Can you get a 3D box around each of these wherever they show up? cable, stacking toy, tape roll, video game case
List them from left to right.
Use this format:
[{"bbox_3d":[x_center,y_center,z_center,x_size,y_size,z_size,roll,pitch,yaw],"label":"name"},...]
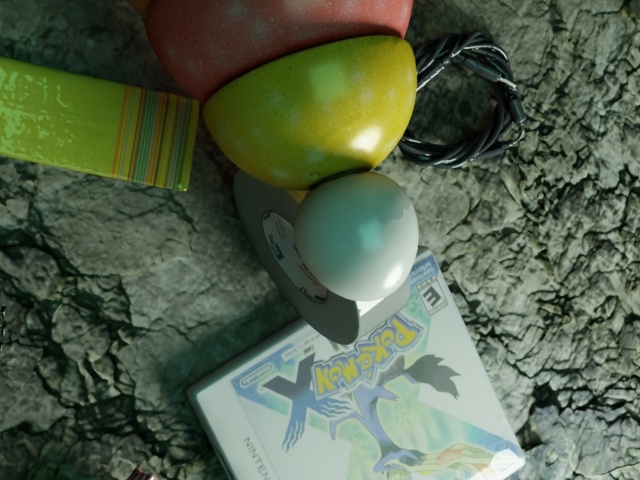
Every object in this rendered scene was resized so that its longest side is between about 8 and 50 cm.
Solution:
[{"bbox_3d":[-0.024,-0.170,1.612,0.351,0.350,0.480,-12,77,-24],"label":"stacking toy"},{"bbox_3d":[0.000,0.000,1.779,0.072,0.219,0.219,-34,107,-19],"label":"tape roll"},{"bbox_3d":[0.048,0.213,1.922,0.329,0.036,0.300,-31,107,-20],"label":"video game case"},{"bbox_3d":[0.150,-0.160,1.933,0.184,0.047,0.150,-13,100,-23],"label":"cable"}]

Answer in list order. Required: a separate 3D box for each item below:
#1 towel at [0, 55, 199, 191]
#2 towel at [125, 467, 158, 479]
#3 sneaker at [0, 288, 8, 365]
[{"bbox_3d":[-0.242,-0.121,1.766,0.237,0.021,0.102,11,84,-25],"label":"towel"},{"bbox_3d":[-0.161,0.435,1.803,0.329,0.037,0.237,51,62,-25],"label":"towel"},{"bbox_3d":[-0.411,0.191,1.671,0.146,0.134,0.343,13,96,10],"label":"sneaker"}]
